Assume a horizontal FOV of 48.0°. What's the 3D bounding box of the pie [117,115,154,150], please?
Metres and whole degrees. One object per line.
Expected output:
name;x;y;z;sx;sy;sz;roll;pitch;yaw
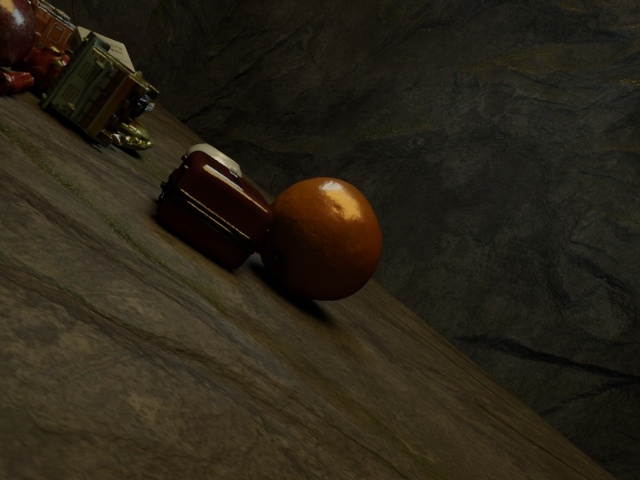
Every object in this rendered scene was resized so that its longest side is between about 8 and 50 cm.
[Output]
pie;-0.584;-0.337;2.043;0.248;0.090;0.201;33;7;-7

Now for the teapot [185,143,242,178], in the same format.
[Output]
teapot;-0.352;-0.223;2.357;0.204;0.139;0.298;35;2;-42

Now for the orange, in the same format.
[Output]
orange;0.000;0.000;1.750;0.312;0.312;0.312;36;5;-3

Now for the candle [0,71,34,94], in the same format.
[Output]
candle;-0.713;-0.368;1.676;0.329;0.048;0.051;-129;-154;-72

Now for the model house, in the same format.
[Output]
model house;-0.551;-0.372;1.804;0.215;0.224;0.198;37;5;-10

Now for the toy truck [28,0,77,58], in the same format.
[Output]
toy truck;-0.824;-0.588;2.039;0.173;0.207;0.388;40;6;39

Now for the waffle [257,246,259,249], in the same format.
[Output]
waffle;-0.217;-0.039;2.046;0.245;0.052;0.254;33;5;-47

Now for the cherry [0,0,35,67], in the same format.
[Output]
cherry;-0.810;-0.540;1.746;0.300;0.203;0.230;53;7;16

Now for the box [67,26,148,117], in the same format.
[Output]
box;-0.599;-0.472;2.023;0.168;0.071;0.259;13;44;-49

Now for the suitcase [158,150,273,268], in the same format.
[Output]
suitcase;-0.234;-0.076;1.597;0.236;0.161;0.297;36;4;-17

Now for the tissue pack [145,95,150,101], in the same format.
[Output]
tissue pack;-0.675;-0.479;2.246;0.257;0.185;0.081;40;-34;39

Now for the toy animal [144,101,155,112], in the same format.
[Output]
toy animal;-0.646;-0.417;2.308;0.220;0.107;0.062;2;17;-16

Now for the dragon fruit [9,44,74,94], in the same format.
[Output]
dragon fruit;-0.740;-0.455;1.891;0.236;0.135;0.137;19;10;3
